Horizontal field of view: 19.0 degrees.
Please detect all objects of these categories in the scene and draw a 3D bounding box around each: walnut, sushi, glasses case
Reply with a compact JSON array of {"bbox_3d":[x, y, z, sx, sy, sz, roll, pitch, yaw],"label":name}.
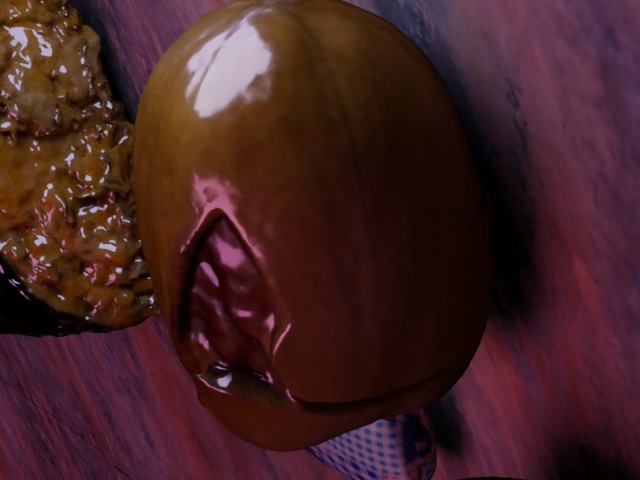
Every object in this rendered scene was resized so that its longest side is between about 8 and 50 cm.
[{"bbox_3d":[0.000,0.000,1.053,0.203,0.203,0.298,42,154,43],"label":"walnut"},{"bbox_3d":[-0.266,-0.068,1.552,0.348,0.234,0.207,60,161,-12],"label":"sushi"},{"bbox_3d":[-0.022,0.078,1.361,0.327,0.076,0.125,31,146,55],"label":"glasses case"}]

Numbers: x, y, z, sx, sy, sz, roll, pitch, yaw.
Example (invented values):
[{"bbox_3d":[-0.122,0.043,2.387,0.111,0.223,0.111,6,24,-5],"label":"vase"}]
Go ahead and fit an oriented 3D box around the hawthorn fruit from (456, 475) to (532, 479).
[{"bbox_3d":[0.116,0.292,1.065,0.301,0.268,0.267,40,151,41],"label":"hawthorn fruit"}]
